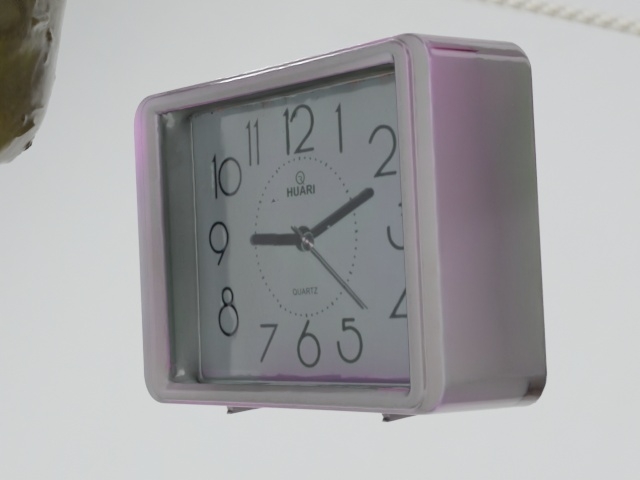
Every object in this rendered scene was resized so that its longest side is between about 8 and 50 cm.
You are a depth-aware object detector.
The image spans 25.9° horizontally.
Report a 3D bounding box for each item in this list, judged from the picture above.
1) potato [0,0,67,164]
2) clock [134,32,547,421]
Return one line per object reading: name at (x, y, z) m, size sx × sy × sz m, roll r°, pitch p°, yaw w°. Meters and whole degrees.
potato at (-0.249, -0.138, 0.852) m, size 0.141 × 0.192 × 0.296 m, roll 28°, pitch 111°, yaw 57°
clock at (0.000, 0.000, 0.598) m, size 0.063 × 0.197 × 0.150 m, roll 0°, pitch -93°, yaw -41°
